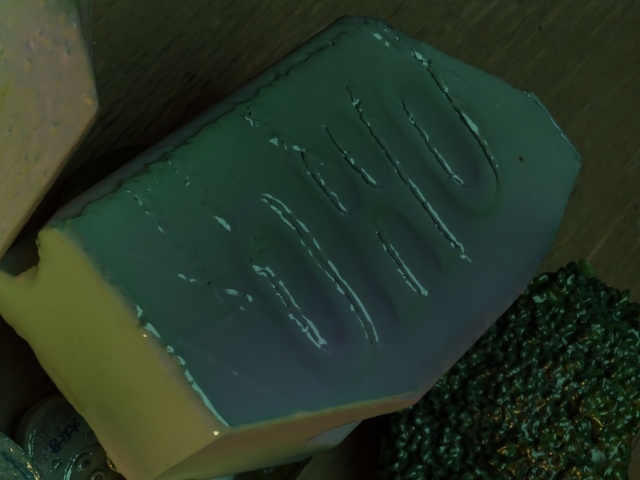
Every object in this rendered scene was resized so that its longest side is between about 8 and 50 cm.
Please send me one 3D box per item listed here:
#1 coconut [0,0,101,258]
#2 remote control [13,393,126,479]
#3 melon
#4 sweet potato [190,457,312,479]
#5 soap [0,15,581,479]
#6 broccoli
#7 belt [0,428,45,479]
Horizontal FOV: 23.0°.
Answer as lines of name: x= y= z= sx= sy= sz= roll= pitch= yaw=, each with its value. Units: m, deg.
coconut: x=-0.320 y=-0.098 z=0.985 sx=0.352 sy=0.352 sz=0.353 roll=1 pitch=88 yaw=-38
remote control: x=-0.168 y=0.215 z=1.261 sx=0.078 sy=0.042 sz=0.221 roll=-47 pitch=117 yaw=-30
melon: x=-0.150 y=-0.026 z=1.247 sx=0.130 sy=0.098 sz=0.098 roll=-17 pitch=99 yaw=-34
sweet potato: x=-0.045 y=0.095 z=1.294 sx=0.158 sy=0.158 sz=0.370 roll=43 pitch=63 yaw=-29
soap: x=0.000 y=0.000 z=1.178 sx=0.261 sy=0.156 sz=0.446 roll=53 pitch=49 yaw=-2
broccoli: x=0.176 y=0.147 z=1.414 sx=0.288 sy=0.260 sz=0.235 roll=-15 pitch=117 yaw=6
belt: x=-0.278 y=0.191 z=1.148 sx=0.147 sy=0.082 sz=0.163 roll=-24 pitch=108 yaw=-23
